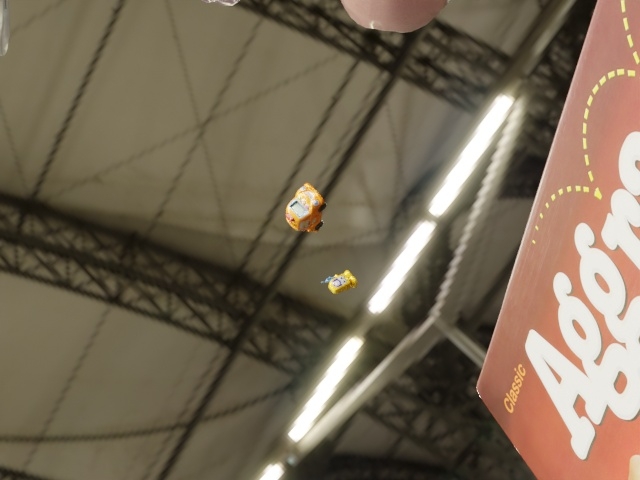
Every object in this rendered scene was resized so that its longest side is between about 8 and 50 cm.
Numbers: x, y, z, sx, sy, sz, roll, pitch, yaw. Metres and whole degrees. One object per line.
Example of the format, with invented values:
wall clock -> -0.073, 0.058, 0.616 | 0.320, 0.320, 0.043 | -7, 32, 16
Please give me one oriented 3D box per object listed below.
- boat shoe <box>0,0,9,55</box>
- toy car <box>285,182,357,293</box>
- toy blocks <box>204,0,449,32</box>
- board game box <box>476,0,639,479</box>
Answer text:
boat shoe -> -0.370, -0.257, 1.512 | 0.035, 0.035, 0.100 | -70, -20, -81
toy car -> 0.000, 0.000, 1.485 | 0.040, 0.122, 0.060 | -26, -13, -27
toy blocks -> 0.076, -0.244, 0.745 | 0.260, 0.308, 0.289 | 65, -143, -64
board game box -> 0.105, -0.004, 0.279 | 0.027, 0.145, 0.281 | -16, -39, -22
